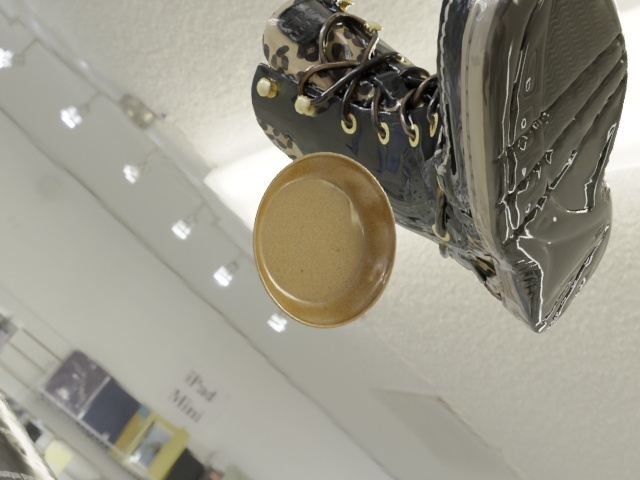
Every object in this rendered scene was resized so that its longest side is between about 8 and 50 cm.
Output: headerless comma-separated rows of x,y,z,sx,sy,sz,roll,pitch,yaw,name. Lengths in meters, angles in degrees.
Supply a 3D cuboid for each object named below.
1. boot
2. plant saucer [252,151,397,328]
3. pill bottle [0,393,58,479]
0.068,-0.099,0.690,0.284,0.138,0.377,36,-11,30,boot
0.000,0.000,0.456,0.083,0.083,0.015,49,-26,-24,plant saucer
-0.135,0.122,0.305,0.245,0.130,0.130,39,-17,37,pill bottle
